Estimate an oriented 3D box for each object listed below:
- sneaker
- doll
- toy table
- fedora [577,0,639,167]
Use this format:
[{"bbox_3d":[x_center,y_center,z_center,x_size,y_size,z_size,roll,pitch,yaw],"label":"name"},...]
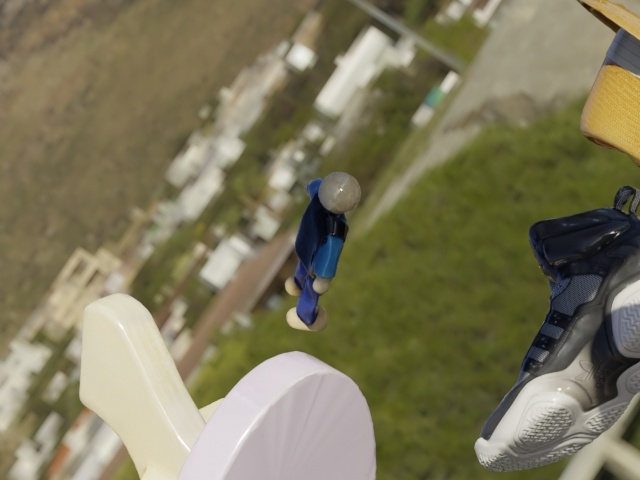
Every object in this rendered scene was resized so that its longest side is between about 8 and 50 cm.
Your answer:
[{"bbox_3d":[0.215,0.075,1.695,0.101,0.153,0.268,15,-52,-42],"label":"sneaker"},{"bbox_3d":[0.000,0.000,1.782,0.189,0.046,0.129,106,164,-54],"label":"doll"},{"bbox_3d":[-0.082,0.168,1.166,0.252,0.161,0.274,-7,-63,-52],"label":"toy table"},{"bbox_3d":[0.212,-0.073,1.182,0.079,0.194,0.194,-55,-6,9],"label":"fedora"}]
